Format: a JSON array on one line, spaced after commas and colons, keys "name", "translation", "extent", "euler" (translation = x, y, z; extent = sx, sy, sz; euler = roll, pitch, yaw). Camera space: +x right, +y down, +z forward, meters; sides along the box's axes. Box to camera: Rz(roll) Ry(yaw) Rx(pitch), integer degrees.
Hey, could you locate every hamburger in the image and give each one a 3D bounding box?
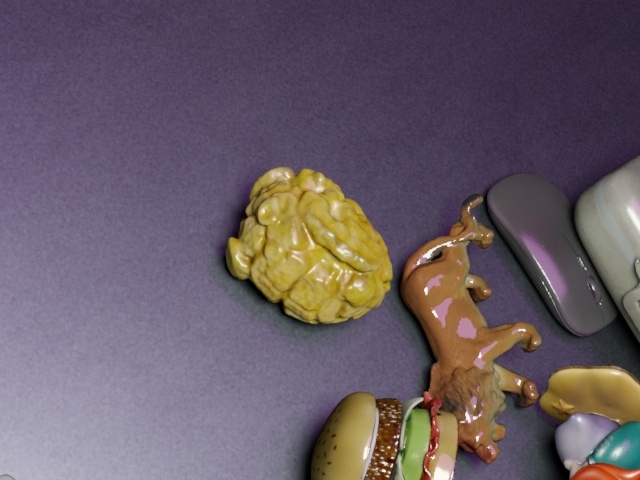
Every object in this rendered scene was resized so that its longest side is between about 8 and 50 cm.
[{"name": "hamburger", "translation": [0.060, 0.237, 1.503], "extent": [0.137, 0.175, 0.175], "euler": [15, 57, -6]}]

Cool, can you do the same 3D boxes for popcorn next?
[{"name": "popcorn", "translation": [-0.013, 0.005, 1.596], "extent": [0.163, 0.140, 0.194], "euler": [-19, 74, -41]}]

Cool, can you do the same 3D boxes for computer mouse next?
[{"name": "computer mouse", "translation": [0.302, 0.012, 1.818], "extent": [0.120, 0.057, 0.232], "euler": [-24, 77, -36]}]

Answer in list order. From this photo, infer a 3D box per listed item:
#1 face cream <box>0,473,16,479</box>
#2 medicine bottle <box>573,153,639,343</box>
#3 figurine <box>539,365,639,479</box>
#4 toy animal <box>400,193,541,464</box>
[{"name": "face cream", "translation": [-0.319, 0.262, 1.356], "extent": [0.040, 0.021, 0.083], "euler": [47, 53, 1]}, {"name": "medicine bottle", "translation": [0.486, 0.062, 1.828], "extent": [0.282, 0.123, 0.375], "euler": [-25, 84, -52]}, {"name": "figurine", "translation": [0.317, 0.284, 1.590], "extent": [0.208, 0.181, 0.257], "euler": [4, 53, 14]}, {"name": "toy animal", "translation": [0.166, 0.110, 1.670], "extent": [0.157, 0.097, 0.312], "euler": [-11, 69, -27]}]
